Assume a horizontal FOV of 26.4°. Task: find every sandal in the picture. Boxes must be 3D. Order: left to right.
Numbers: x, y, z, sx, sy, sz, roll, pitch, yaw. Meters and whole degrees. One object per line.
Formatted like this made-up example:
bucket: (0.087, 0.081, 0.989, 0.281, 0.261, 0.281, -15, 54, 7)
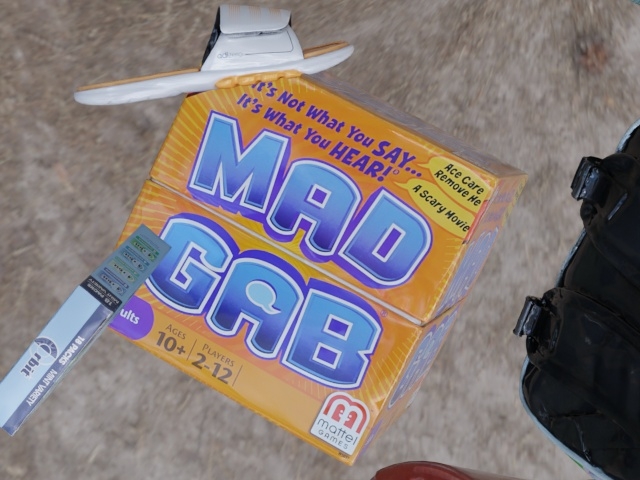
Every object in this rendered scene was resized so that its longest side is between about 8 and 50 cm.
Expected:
sandal: (-0.098, -0.177, 1.256, 0.265, 0.102, 0.076, -11, 100, -11)

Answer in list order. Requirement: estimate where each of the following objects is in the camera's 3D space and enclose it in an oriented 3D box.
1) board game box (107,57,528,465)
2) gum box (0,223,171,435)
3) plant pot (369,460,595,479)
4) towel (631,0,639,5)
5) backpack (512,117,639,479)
board game box: (0.000, 0.000, 1.655, 0.356, 0.356, 0.356, 28, 100, 11)
gum box: (-0.219, 0.076, 1.241, 0.041, 0.184, 0.157, 40, 110, -4)
plant pot: (0.140, 0.292, 1.039, 0.265, 0.272, 0.272, 25, 115, -43)
towel: (0.408, -0.348, 1.238, 0.370, 0.271, 0.040, -40, 57, 30)
backpack: (0.258, 0.069, 0.748, 0.191, 0.253, 0.225, 12, 108, -32)
